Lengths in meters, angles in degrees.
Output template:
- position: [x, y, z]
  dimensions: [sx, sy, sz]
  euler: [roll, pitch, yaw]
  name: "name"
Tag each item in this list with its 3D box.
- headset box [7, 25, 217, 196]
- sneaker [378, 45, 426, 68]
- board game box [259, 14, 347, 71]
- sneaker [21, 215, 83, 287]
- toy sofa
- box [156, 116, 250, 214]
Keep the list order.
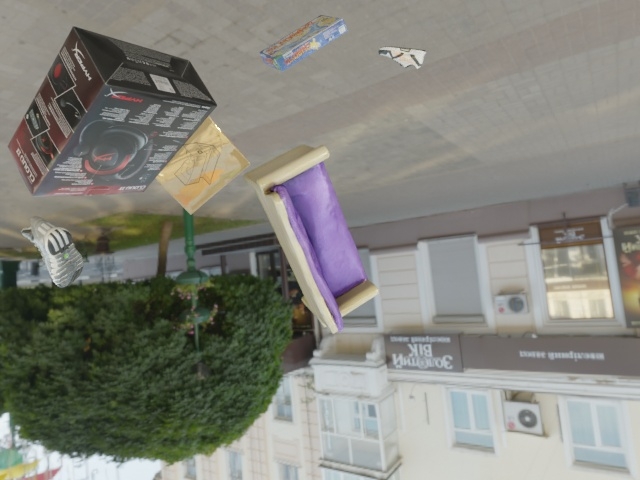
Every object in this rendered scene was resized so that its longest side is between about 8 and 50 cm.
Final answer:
- position: [-0.358, -0.186, 0.734]
  dimensions: [0.293, 0.110, 0.218]
  euler: [-38, 169, 30]
  name: "headset box"
- position: [0.182, -0.418, 0.981]
  dimensions: [0.109, 0.043, 0.040]
  euler: [18, -149, 21]
  name: "sneaker"
- position: [-0.047, -0.515, 1.116]
  dimensions: [0.201, 0.035, 0.136]
  euler: [-34, -141, -6]
  name: "board game box"
- position: [-0.704, 0.018, 1.123]
  dimensions: [0.086, 0.132, 0.228]
  euler: [-47, 167, -43]
  name: "sneaker"
- position: [0.000, 0.000, 0.877]
  dimensions: [0.150, 0.362, 0.177]
  euler: [-31, -151, -15]
  name: "toy sofa"
- position: [-0.305, -0.189, 1.069]
  dimensions: [0.201, 0.164, 0.021]
  euler: [-40, -158, 1]
  name: "box"
